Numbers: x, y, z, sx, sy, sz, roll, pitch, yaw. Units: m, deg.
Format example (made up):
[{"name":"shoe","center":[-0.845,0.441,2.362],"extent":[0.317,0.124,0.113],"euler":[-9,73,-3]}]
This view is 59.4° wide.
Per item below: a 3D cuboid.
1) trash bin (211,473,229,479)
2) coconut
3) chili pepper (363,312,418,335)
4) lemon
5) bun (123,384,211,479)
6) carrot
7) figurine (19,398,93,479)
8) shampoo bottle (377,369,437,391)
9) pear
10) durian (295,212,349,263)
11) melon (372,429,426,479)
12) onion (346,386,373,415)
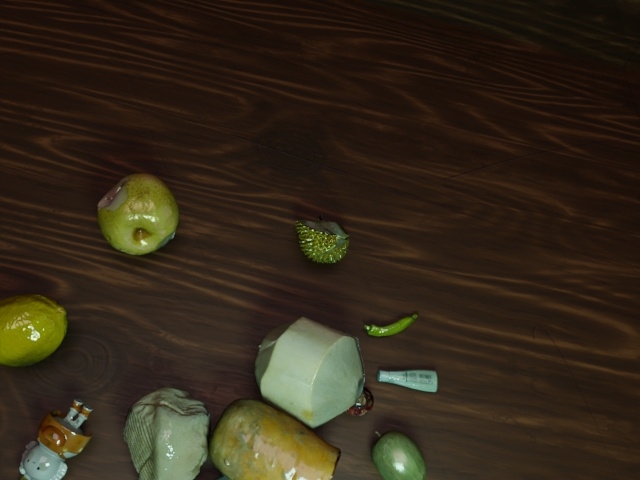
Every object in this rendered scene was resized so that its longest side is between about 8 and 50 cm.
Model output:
[{"name":"trash bin","center":[-0.265,0.716,1.463],"extent":[0.236,0.101,0.177],"euler":[-6,37,-48]},{"name":"coconut","center":[-0.023,0.377,1.621],"extent":[0.323,0.323,0.323],"euler":[4,62,-8]},{"name":"chili pepper","center":[0.243,0.289,1.879],"extent":[0.208,0.043,0.049],"euler":[-8,39,-20]},{"name":"lemon","center":[-0.851,0.256,1.605],"extent":[0.260,0.204,0.204],"euler":[-22,68,-6]},{"name":"bun","center":[-0.401,0.533,1.529],"extent":[0.205,0.281,0.281],"euler":[-9,61,-43]},{"name":"carrot","center":[-0.122,0.569,1.492],"extent":[0.340,0.224,0.224],"euler":[22,61,10]},{"name":"figurine","center":[-0.718,0.560,1.520],"extent":[0.143,0.143,0.271],"euler":[30,94,6]},{"name":"shampoo bottle","center":[0.278,0.443,1.799],"extent":[0.190,0.041,0.069],"euler":[7,67,-6]},{"name":"pear","center":[-0.587,-0.091,1.812],"extent":[0.271,0.271,0.271],"euler":[4,62,-8]},{"name":"durian","center":[0.000,0.000,1.940],"extent":[0.193,0.138,0.237],"euler":[8,20,-7]},{"name":"melon","center":[0.224,0.634,1.634],"extent":[0.139,0.139,0.192],"euler":[-33,73,-24]},{"name":"onion","center":[0.111,0.491,1.719],"extent":[0.107,0.097,0.107],"euler":[7,22,-3]}]
